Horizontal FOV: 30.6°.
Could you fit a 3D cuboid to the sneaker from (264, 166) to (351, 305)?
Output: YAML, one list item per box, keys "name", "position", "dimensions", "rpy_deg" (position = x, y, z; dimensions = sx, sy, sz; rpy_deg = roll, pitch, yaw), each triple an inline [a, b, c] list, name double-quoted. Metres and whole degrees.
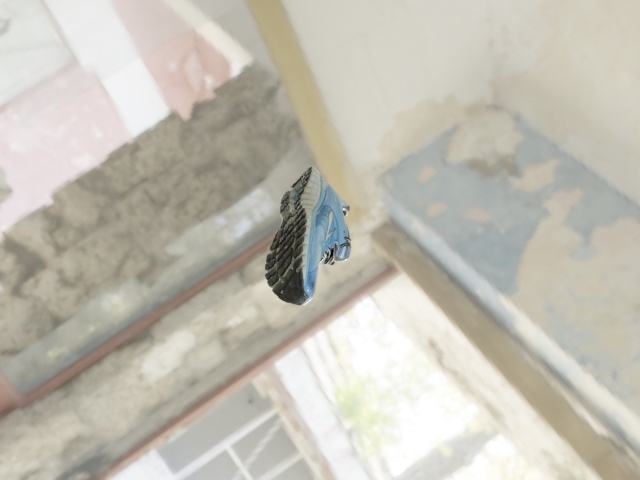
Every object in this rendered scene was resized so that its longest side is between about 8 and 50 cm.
- name: "sneaker"
  position: [0.000, 0.000, 1.069]
  dimensions: [0.073, 0.063, 0.162]
  rpy_deg: [33, 39, -17]
